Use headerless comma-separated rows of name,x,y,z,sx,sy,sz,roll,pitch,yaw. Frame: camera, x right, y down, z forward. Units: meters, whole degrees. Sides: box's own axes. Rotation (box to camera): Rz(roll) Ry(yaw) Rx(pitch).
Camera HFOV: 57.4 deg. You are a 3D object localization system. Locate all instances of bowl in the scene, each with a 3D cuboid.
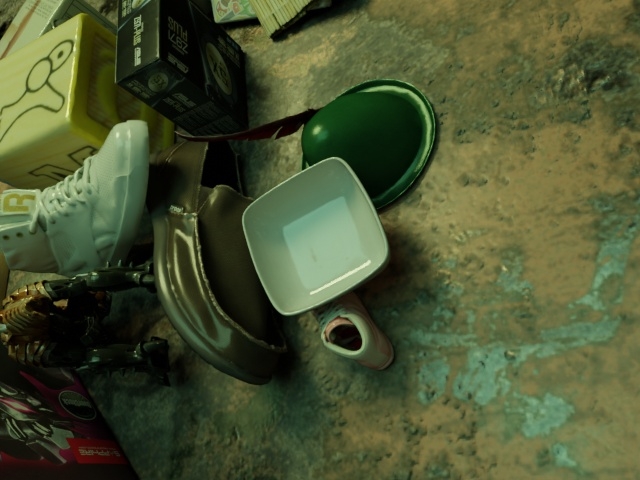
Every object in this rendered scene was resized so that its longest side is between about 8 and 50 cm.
bowl,0.000,0.000,0.622,0.142,0.053,0.142,-30,66,14

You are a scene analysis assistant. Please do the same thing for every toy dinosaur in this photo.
toy dinosaur,-0.293,0.106,0.693,0.322,0.218,0.164,-147,57,-74

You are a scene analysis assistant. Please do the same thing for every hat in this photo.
hat,0.005,-0.131,0.640,0.173,0.183,0.208,35,91,35

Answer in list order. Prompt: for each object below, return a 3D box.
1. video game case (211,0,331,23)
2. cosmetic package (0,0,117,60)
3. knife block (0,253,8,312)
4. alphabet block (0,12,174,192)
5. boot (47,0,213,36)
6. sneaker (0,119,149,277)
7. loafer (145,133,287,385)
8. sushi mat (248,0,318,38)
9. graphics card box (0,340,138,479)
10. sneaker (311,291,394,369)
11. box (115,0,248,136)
video game case,-0.088,-0.439,0.831,0.206,0.026,0.227,6,114,32
cosmetic package,-0.472,-0.271,1.002,0.129,0.153,0.296,32,88,37
knife block,-0.578,0.184,0.943,0.088,0.242,0.275,-14,20,25
alphabet block,-0.353,-0.175,0.866,0.197,0.193,0.192,-14,67,26
boot,-0.282,-0.347,0.903,0.208,0.189,0.076,-31,74,22
sneaker,-0.319,-0.042,0.733,0.292,0.169,0.108,-55,37,41
loafer,-0.120,-0.005,0.697,0.130,0.134,0.366,-36,57,14
sushi mat,-0.100,-0.453,0.805,0.151,0.019,0.316,-29,92,38
graphics card box,-0.379,0.230,0.702,0.371,0.233,0.094,39,95,36
sneaker,0.018,0.081,0.622,0.051,0.070,0.134,-50,54,7
box,-0.184,-0.240,0.797,0.077,0.180,0.147,-18,63,24
